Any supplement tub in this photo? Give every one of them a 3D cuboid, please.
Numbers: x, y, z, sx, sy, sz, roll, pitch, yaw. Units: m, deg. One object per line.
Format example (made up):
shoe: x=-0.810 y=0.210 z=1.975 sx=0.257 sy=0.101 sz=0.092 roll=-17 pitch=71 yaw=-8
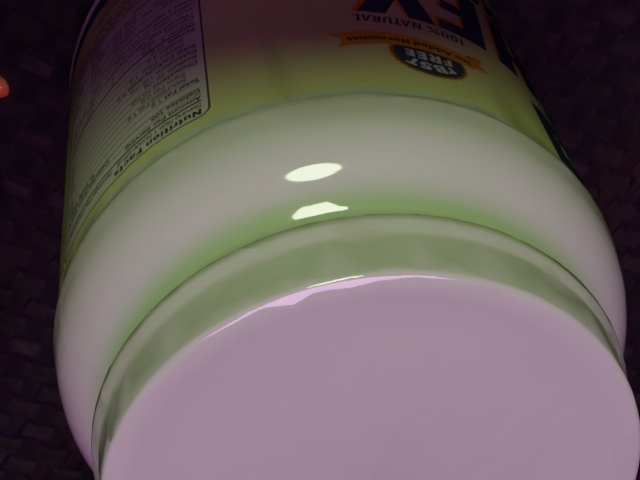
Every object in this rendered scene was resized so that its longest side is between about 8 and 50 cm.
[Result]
supplement tub: x=0.000 y=0.000 z=0.616 sx=0.235 sy=0.325 sz=0.235 roll=-4 pitch=125 yaw=-6

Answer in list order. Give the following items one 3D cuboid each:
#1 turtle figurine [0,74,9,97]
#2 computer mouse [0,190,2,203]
turtle figurine: x=-0.186 y=-0.147 z=0.622 sx=0.217 sy=0.087 sz=0.269 roll=-40 pitch=89 yaw=12
computer mouse: x=-0.269 y=-0.070 z=0.689 sx=0.041 sy=0.071 sz=0.242 roll=-37 pitch=126 yaw=24
